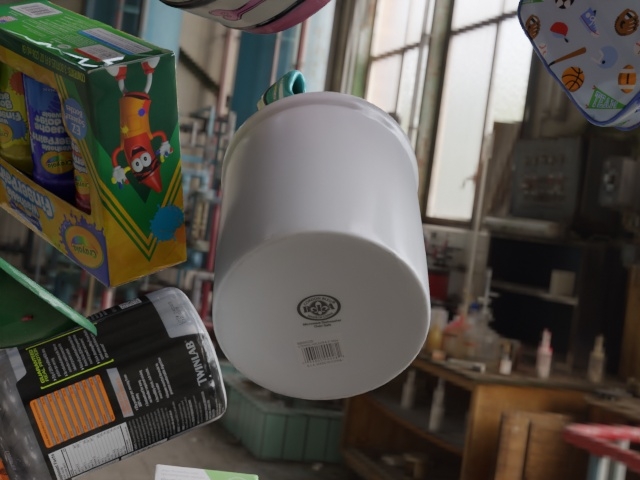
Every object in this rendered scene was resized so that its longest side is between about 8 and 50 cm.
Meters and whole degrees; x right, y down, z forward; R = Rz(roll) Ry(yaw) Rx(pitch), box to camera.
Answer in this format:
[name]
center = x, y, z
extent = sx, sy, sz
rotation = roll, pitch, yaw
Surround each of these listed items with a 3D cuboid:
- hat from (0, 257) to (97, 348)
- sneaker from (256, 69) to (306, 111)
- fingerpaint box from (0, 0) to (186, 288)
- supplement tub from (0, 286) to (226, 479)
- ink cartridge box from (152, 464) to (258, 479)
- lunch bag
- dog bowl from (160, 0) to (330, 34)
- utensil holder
[hat]
center = -0.347, 0.096, 0.931
extent = 0.208, 0.183, 0.173
rotation = 37, -13, -1
[sneaker]
center = -0.010, -0.185, 1.690
extent = 0.107, 0.110, 0.275
rotation = 16, 31, -56
[fingerpaint box]
center = -0.424, -0.180, 1.699
extent = 0.163, 0.371, 0.445
rotation = -21, 35, -35
[supplement tub]
center = -0.298, 0.197, 1.287
extent = 0.316, 0.193, 0.193
rotation = -20, 10, -18
[ink cartridge box]
center = -0.217, 0.584, 1.787
extent = 0.207, 0.119, 0.353
rotation = 8, 36, -10
[lunch bag]
center = 0.453, -0.327, 1.502
extent = 0.115, 0.303, 0.243
rotation = 1, -39, -44
[dog bowl]
center = -0.065, -0.476, 1.417
extent = 0.150, 0.408, 0.408
rotation = 30, -14, -38
[utensil holder]
center = 0.000, 0.000, 1.512
extent = 0.328, 0.327, 0.385
rotation = 8, 33, -5
